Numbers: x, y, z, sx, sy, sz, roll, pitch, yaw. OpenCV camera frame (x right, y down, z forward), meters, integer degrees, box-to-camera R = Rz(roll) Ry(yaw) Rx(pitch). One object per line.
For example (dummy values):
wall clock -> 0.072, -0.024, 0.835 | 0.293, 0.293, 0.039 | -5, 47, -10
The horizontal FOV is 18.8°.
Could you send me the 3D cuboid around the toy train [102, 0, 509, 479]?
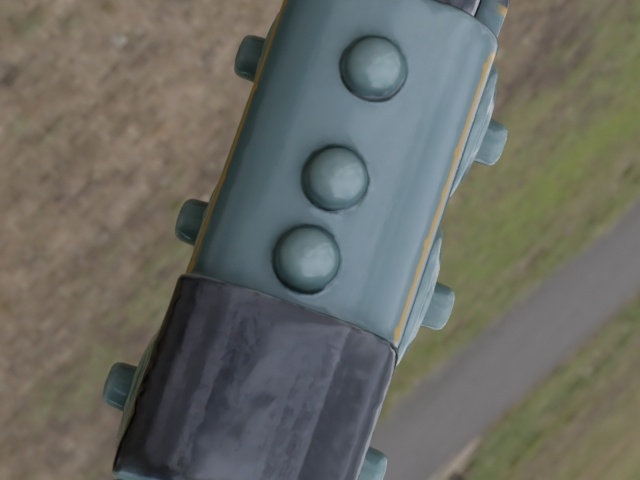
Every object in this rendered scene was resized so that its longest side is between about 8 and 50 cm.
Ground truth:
toy train -> 0.000, 0.000, 0.875 | 0.190, 0.142, 0.334 | 112, -2, -77
